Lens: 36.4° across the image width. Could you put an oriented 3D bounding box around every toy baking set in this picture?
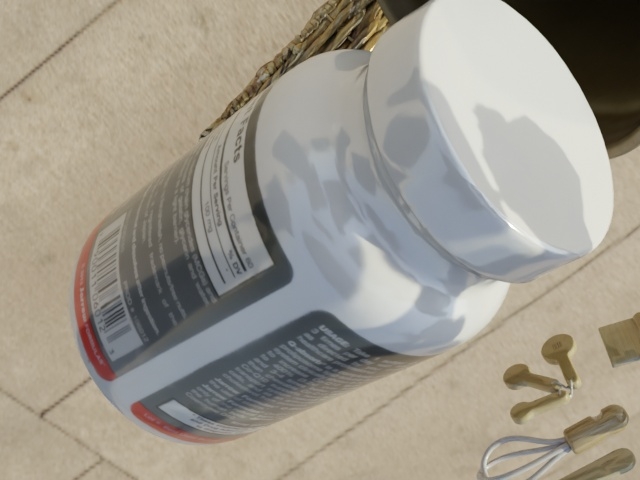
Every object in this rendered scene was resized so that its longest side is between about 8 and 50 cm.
[{"bbox_3d":[0.244,0.167,0.889,0.196,0.256,0.030,-13,124,38],"label":"toy baking set"}]

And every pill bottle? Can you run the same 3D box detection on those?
[{"bbox_3d":[0.000,0.000,0.672,0.210,0.210,0.363,29,140,-30],"label":"pill bottle"}]

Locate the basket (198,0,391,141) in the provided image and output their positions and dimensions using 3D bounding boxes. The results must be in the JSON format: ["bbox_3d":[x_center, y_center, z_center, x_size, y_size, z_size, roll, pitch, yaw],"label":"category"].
[{"bbox_3d":[0.025,-0.116,1.051,0.213,0.223,0.299,42,77,-5],"label":"basket"}]

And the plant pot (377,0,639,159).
[{"bbox_3d":[0.224,-0.272,0.764,0.280,0.323,0.323,-40,129,-19],"label":"plant pot"}]
